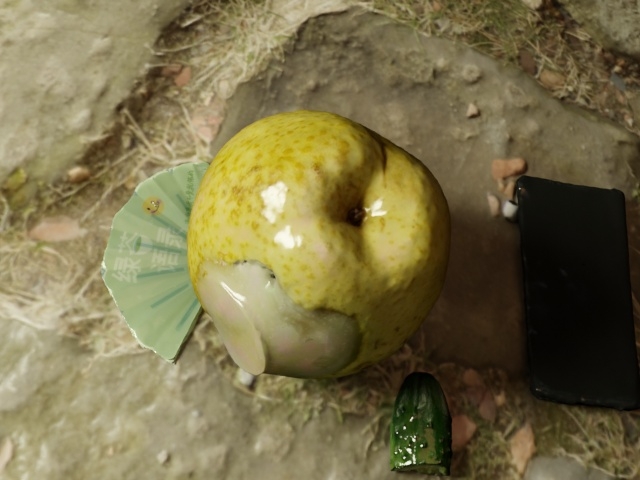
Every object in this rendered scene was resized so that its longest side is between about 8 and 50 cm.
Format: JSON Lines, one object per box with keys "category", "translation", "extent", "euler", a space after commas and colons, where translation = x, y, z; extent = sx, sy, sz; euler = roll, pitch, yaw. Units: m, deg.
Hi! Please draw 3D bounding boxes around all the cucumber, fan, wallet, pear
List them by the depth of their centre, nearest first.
{"category": "pear", "translation": [0.000, 0.000, 0.820], "extent": [0.271, 0.271, 0.271], "euler": [7, 62, -13]}
{"category": "cucumber", "translation": [0.106, 0.182, 0.880], "extent": [0.067, 0.035, 0.108], "euler": [9, 60, -10]}
{"category": "fan", "translation": [-0.159, 0.013, 0.906], "extent": [0.131, 0.009, 0.240], "euler": [9, 62, -9]}
{"category": "wallet", "translation": [0.300, 0.057, 1.005], "extent": [0.146, 0.030, 0.286], "euler": [11, 62, -14]}
